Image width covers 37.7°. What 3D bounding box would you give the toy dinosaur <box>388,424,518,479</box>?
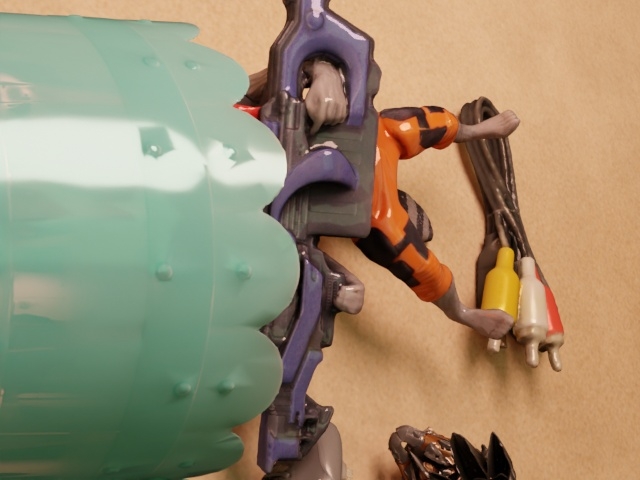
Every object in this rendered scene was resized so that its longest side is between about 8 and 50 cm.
[{"bbox_3d":[0.136,0.239,0.652,0.218,0.322,0.164,35,81,-42],"label":"toy dinosaur"}]

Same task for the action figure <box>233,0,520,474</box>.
[{"bbox_3d":[0.000,0.000,0.740,0.330,0.178,0.341,13,87,-29],"label":"action figure"}]

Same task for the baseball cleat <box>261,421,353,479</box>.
[{"bbox_3d":[-0.049,0.205,0.661,0.109,0.072,0.205,33,53,-19],"label":"baseball cleat"}]

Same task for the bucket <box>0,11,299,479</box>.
[{"bbox_3d":[-0.164,0.007,0.503,0.183,0.281,0.281,0,76,-38],"label":"bucket"}]

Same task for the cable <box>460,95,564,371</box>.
[{"bbox_3d":[0.200,-0.007,0.934,0.139,0.072,0.287,21,63,-40],"label":"cable"}]
